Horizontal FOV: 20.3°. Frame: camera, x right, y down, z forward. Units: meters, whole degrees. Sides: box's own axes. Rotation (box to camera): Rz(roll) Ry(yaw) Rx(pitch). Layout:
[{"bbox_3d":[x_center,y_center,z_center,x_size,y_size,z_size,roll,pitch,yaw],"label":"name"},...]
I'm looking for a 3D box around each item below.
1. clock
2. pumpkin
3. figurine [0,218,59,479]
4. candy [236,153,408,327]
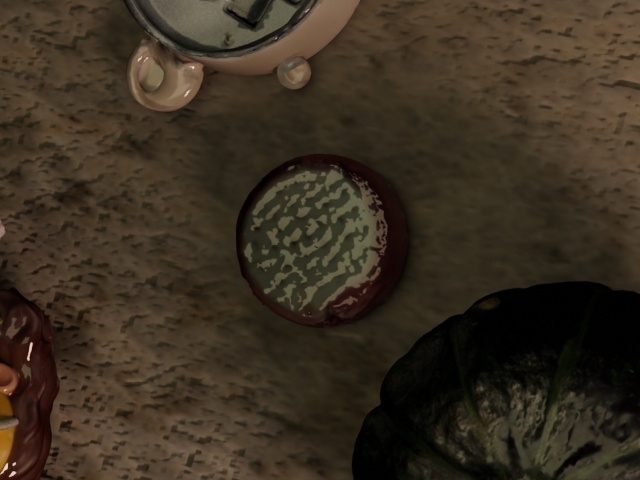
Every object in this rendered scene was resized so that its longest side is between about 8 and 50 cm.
[{"bbox_3d":[-0.047,-0.177,1.071,0.155,0.063,0.229,39,99,21],"label":"clock"},{"bbox_3d":[0.124,0.129,0.918,0.220,0.162,0.221,-1,88,23],"label":"pumpkin"},{"bbox_3d":[-0.239,0.055,1.087,0.174,0.116,0.240,-30,69,13],"label":"figurine"},{"bbox_3d":[0.000,0.000,1.042,0.103,0.043,0.103,-3,82,20],"label":"candy"}]
